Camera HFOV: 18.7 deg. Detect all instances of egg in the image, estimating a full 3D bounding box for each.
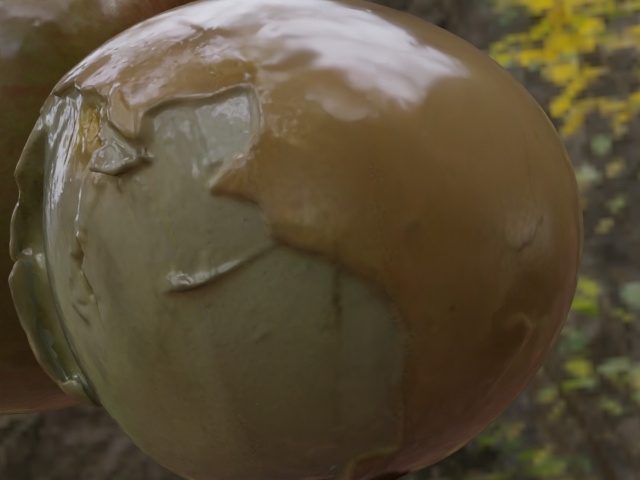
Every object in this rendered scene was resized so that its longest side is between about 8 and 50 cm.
[{"bbox_3d":[0.000,0.000,0.775,0.244,0.201,0.201,-10,1,-42],"label":"egg"}]

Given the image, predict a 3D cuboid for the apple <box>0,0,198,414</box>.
[{"bbox_3d":[-0.171,-0.048,1.213,0.277,0.319,0.319,-4,-1,38],"label":"apple"}]
